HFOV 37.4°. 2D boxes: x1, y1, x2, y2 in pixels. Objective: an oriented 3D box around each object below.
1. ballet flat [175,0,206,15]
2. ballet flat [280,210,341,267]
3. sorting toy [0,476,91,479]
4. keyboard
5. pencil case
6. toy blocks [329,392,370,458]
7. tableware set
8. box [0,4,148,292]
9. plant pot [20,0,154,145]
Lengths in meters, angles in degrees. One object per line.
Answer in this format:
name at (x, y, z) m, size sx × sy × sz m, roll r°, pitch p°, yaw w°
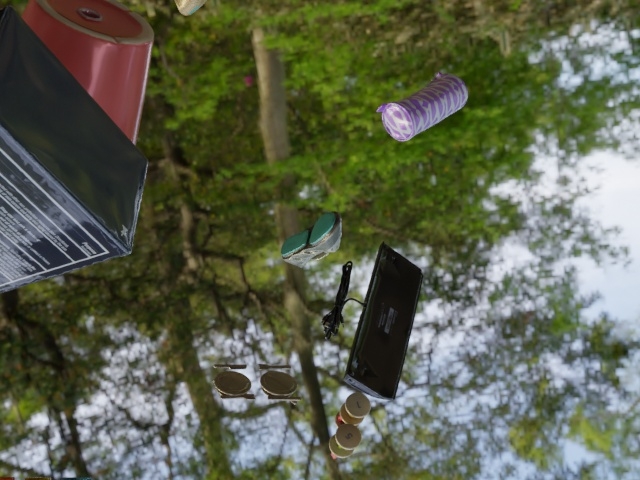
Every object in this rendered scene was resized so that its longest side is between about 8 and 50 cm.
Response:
ballet flat at (-0.296, -0.543, 1.874) m, size 0.080 × 0.232 × 0.073 m, roll 0°, pitch 145°, yaw -45°
ballet flat at (0.000, 0.000, 1.791) m, size 0.213 × 0.068 × 0.072 m, roll -28°, pitch -141°, yaw 55°
sorting toy at (-0.393, 0.350, 1.314) m, size 0.347 × 0.047 × 0.196 m, roll -7°, pitch 160°, yaw 27°
keyboard at (0.095, 0.138, 1.821) m, size 0.033 × 0.201 × 0.317 m, roll -30°, pitch -147°, yaw 46°
pencil case at (0.208, -0.270, 1.878) m, size 0.206 × 0.088 × 0.086 m, roll -34°, pitch 173°, yaw -41°
toy blocks at (0.049, 0.387, 1.910) m, size 0.054 × 0.148 × 0.123 m, roll 21°, pitch -122°, yaw -1°
tableware set at (-0.150, 0.337, 2.164) m, size 0.194 × 0.039 × 0.128 m, roll 3°, pitch -151°, yaw -17°
box at (-0.426, -0.092, 1.197) m, size 0.294 × 0.296 × 0.183 m, roll -15°, pitch -132°, yaw 21°
plant pot at (-0.400, -0.261, 1.529) m, size 0.274 × 0.243 × 0.275 m, roll 20°, pitch -152°, yaw -11°
